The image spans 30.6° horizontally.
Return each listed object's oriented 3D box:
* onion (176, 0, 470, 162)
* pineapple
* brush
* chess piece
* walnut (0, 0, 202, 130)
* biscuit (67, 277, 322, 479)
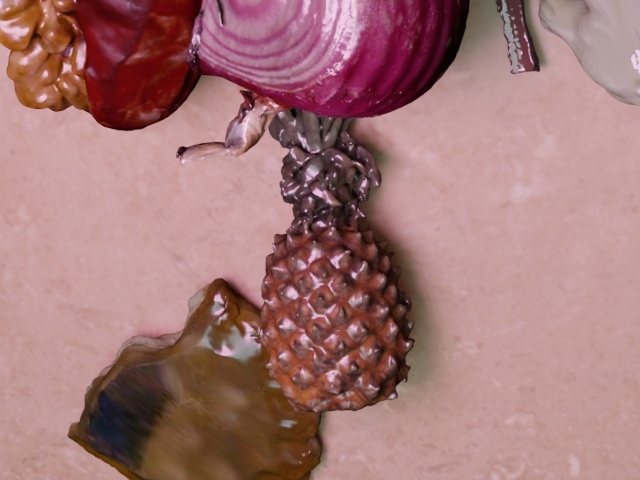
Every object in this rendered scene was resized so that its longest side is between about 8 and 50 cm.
[{"bbox_3d":[0.020,-0.215,1.063,0.230,0.256,0.272,19,136,15],"label":"onion"},{"bbox_3d":[0.000,0.000,1.235,0.175,0.175,0.361,-8,101,21],"label":"pineapple"},{"bbox_3d":[0.164,-0.298,1.095,0.084,0.071,0.301,-2,118,34],"label":"brush"},{"bbox_3d":[0.250,-0.258,1.015,0.175,0.176,0.298,-4,120,20],"label":"chess piece"},{"bbox_3d":[-0.203,-0.226,1.132,0.221,0.244,0.269,29,131,27],"label":"walnut"},{"bbox_3d":[-0.155,0.191,1.411,0.329,0.078,0.335,10,118,9],"label":"biscuit"}]
